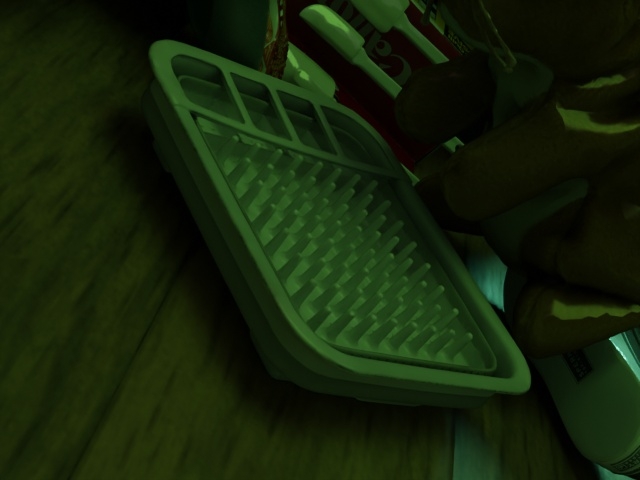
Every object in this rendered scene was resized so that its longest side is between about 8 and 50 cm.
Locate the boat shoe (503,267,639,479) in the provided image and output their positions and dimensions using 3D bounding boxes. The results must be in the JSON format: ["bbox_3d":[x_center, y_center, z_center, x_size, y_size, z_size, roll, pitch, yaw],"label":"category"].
[{"bbox_3d":[0.262,0.102,1.134,0.102,0.108,0.301,33,24,-33],"label":"boat shoe"}]

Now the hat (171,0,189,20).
[{"bbox_3d":[-0.182,-0.361,1.160,0.134,0.331,0.331,-2,27,7],"label":"hat"}]

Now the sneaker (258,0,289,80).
[{"bbox_3d":[-0.066,-0.207,1.151,0.064,0.067,0.175,51,39,-75],"label":"sneaker"}]

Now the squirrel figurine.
[{"bbox_3d":[0.260,-0.151,1.033,0.281,0.397,0.370,-110,-173,-57],"label":"squirrel figurine"}]

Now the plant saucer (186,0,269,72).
[{"bbox_3d":[-0.089,-0.230,1.058,0.037,0.195,0.195,-4,44,-19],"label":"plant saucer"}]

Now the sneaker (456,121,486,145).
[{"bbox_3d":[0.292,-0.104,1.506,0.319,0.112,0.131,42,25,-6],"label":"sneaker"}]

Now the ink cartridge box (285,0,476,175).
[{"bbox_3d":[0.049,-0.246,1.309,0.309,0.130,0.272,43,24,-17],"label":"ink cartridge box"}]

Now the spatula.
[{"bbox_3d":[0.066,-0.153,1.222,0.242,0.168,0.019,42,-15,-18],"label":"spatula"}]

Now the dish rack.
[{"bbox_3d":[0.000,0.000,0.949,0.285,0.072,0.333,15,36,-47],"label":"dish rack"}]
